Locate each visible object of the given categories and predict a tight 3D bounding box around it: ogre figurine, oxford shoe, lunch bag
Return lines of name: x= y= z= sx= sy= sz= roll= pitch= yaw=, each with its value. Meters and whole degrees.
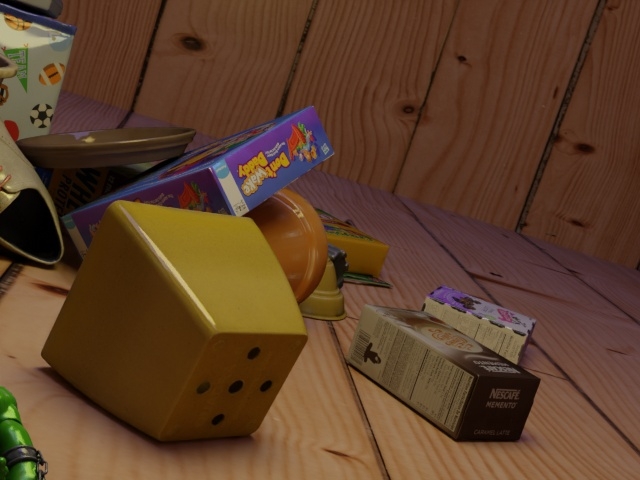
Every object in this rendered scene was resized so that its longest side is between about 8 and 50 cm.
ogre figurine: x=-0.323 y=0.152 z=0.834 sx=0.197 sy=0.096 sz=0.118 roll=0 pitch=34 yaw=-15
oxford shoe: x=-0.471 y=-0.114 z=1.402 sx=0.146 sy=0.140 sz=0.397 roll=36 pitch=-13 yaw=40
lunch bag: x=-0.688 y=-0.305 z=1.874 sx=0.386 sy=0.327 sz=0.239 roll=13 pitch=6 yaw=-26

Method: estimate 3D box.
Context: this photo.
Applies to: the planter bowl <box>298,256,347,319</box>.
planter bowl: x=-0.043 y=0.057 z=1.787 sx=0.217 sy=0.090 sz=0.217 roll=17 pitch=11 yaw=-3

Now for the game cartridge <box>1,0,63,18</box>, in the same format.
game cartridge: x=-0.632 y=-0.482 z=1.885 sx=0.294 sy=0.060 sz=0.196 roll=15 pitch=7 yaw=-9

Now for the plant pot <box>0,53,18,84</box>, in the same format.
plant pot: x=-0.544 y=-0.099 z=1.133 sx=0.334 sy=0.305 sz=0.334 roll=19 pitch=11 yaw=-4

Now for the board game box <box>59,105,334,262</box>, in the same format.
board game box: x=-0.183 y=-0.078 z=1.481 sx=0.347 sy=0.078 sz=0.233 roll=-13 pitch=17 yaw=43

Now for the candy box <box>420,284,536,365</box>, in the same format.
candy box: x=0.293 y=0.157 z=1.901 sx=0.196 sy=0.070 sz=0.165 roll=21 pitch=11 yaw=14

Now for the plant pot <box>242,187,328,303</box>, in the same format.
plant pot: x=-0.113 y=0.020 z=1.532 sx=0.205 sy=0.205 sz=0.188 roll=21 pitch=10 yaw=15

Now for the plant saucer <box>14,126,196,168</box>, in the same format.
plant saucer: x=-0.331 y=-0.146 z=1.587 sx=0.278 sy=0.041 sz=0.278 roll=-4 pitch=11 yaw=1

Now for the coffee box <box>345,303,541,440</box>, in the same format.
coffee box: x=0.172 y=0.186 z=1.467 sx=0.141 sy=0.098 sz=0.246 roll=9 pitch=14 yaw=-41

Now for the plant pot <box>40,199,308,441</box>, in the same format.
plant pot: x=-0.141 y=0.104 z=1.121 sx=0.212 sy=0.212 sz=0.187 roll=7 pitch=29 yaw=-48

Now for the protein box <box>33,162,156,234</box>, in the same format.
protein box: x=-0.369 y=-0.076 z=1.777 sx=0.201 sy=0.136 sz=0.200 roll=23 pitch=11 yaw=23

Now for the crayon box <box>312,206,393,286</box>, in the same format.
crayon box: x=0.000 y=0.000 z=2.176 sx=0.202 sy=0.081 sz=0.318 roll=9 pitch=15 yaw=-43

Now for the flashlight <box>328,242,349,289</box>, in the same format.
flashlight: x=-0.089 y=-0.004 z=1.981 sx=0.304 sy=0.103 sz=0.103 roll=24 pitch=11 yaw=29
